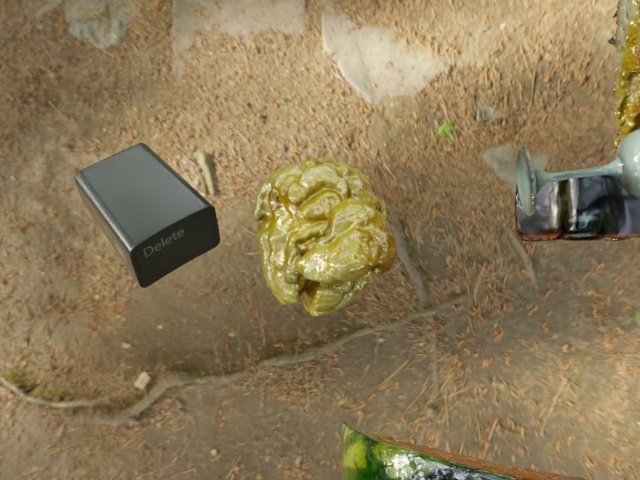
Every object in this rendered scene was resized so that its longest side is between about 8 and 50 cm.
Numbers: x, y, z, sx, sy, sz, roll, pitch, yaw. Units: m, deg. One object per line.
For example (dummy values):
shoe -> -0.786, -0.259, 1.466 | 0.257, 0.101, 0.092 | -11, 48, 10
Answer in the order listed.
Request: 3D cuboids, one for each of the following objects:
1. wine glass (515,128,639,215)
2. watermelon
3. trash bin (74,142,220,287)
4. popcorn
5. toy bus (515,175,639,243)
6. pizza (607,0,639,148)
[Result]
wine glass -> 0.312, -0.076, 0.687 | 0.195, 0.079, 0.079 | -8, 79, 5
watermelon -> 0.074, 0.121, 0.300 | 0.163, 0.069, 0.087 | 6, 42, 18
trash bin -> -0.312, -0.057, 1.164 | 0.165, 0.115, 0.225 | -32, 59, -24
popcorn -> 0.000, 0.000, 1.106 | 0.225, 0.332, 0.265 | 10, 105, -27
toy bus -> 0.431, -0.046, 0.751 | 0.408, 0.092, 0.093 | -3, 83, 39
pizza -> 0.459, -0.191, 0.807 | 0.226, 0.335, 0.086 | -56, 35, 8
